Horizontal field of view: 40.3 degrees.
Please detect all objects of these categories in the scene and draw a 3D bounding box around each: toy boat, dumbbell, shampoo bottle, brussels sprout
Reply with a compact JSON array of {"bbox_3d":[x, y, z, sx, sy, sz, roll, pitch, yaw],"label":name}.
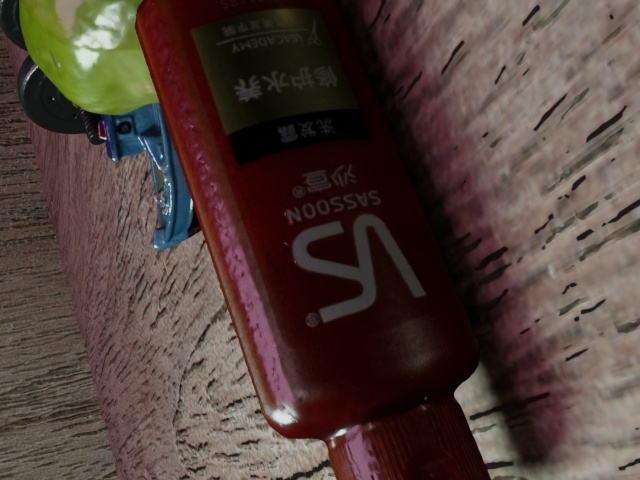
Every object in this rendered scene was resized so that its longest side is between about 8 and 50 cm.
[{"bbox_3d":[-0.163,-0.099,0.839,0.100,0.097,0.223,-151,52,-67],"label":"toy boat"},{"bbox_3d":[-0.301,-0.235,1.042,0.143,0.143,0.325,105,146,-51],"label":"dumbbell"},{"bbox_3d":[0.000,-0.001,0.451,0.314,0.118,0.076,70,154,18],"label":"shampoo bottle"},{"bbox_3d":[-0.137,-0.196,0.622,0.223,0.161,0.223,40,139,46],"label":"brussels sprout"}]
